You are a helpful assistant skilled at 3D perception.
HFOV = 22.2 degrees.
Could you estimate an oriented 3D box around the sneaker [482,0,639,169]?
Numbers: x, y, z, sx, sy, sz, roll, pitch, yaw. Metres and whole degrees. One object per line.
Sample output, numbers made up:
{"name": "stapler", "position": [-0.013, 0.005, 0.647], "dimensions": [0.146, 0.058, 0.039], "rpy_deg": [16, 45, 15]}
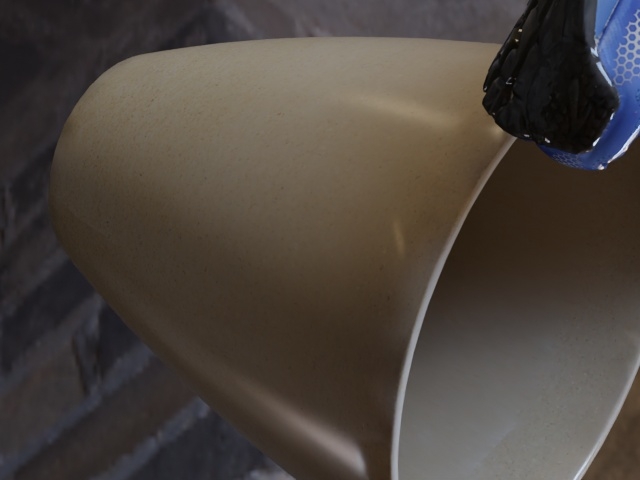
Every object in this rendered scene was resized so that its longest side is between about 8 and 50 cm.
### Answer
{"name": "sneaker", "position": [0.189, -0.103, 0.646], "dimensions": [0.147, 0.330, 0.130], "rpy_deg": [42, 135, 14]}

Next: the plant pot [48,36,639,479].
{"name": "plant pot", "position": [0.000, 0.000, 0.835], "dimensions": [0.274, 0.256, 0.256], "rpy_deg": [20, 139, 32]}
